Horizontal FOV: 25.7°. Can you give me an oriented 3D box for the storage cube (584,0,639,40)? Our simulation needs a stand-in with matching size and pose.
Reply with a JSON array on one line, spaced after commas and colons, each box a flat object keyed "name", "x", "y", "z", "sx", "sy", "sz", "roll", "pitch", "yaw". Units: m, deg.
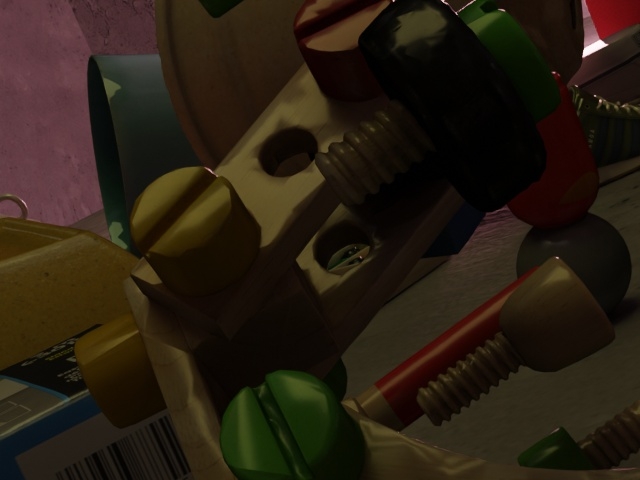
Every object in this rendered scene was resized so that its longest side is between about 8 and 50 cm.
[{"name": "storage cube", "x": 0.398, "y": -0.256, "z": 1.428, "sx": 0.183, "sy": 0.193, "sz": 0.215, "roll": -17, "pitch": 10, "yaw": 40}]

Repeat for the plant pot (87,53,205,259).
[{"name": "plant pot", "x": -0.166, "y": -0.112, "z": 1.850, "sx": 0.235, "sy": 0.293, "sz": 0.293, "roll": -9, "pitch": 4, "yaw": -15}]

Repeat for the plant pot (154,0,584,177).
[{"name": "plant pot", "x": 0.068, "y": -0.205, "z": 1.322, "sx": 0.305, "sy": 0.334, "sz": 0.334, "roll": -10, "pitch": 14, "yaw": 34}]

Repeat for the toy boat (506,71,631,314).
[{"name": "toy boat", "x": 0.255, "y": -0.051, "z": 0.782, "sx": 0.318, "sy": 0.148, "sz": 0.267, "roll": -14, "pitch": 16, "yaw": 16}]

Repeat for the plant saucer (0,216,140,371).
[{"name": "plant saucer", "x": -0.309, "y": 0.058, "z": 1.089, "sx": 0.332, "sy": 0.081, "sz": 0.333, "roll": -19, "pitch": 12, "yaw": -26}]

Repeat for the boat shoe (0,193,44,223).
[{"name": "boat shoe", "x": -0.346, "y": 0.024, "z": 1.390, "sx": 0.367, "sy": 0.156, "sz": 0.136, "roll": -11, "pitch": -12, "yaw": -45}]

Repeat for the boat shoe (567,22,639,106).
[{"name": "boat shoe", "x": 0.226, "y": -0.119, "z": 1.406, "sx": 0.267, "sy": 0.088, "sz": 0.096, "roll": -29, "pitch": 7, "yaw": 27}]

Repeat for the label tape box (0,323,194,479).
[{"name": "label tape box", "x": -0.207, "y": 0.147, "z": 0.857, "sx": 0.240, "sy": 0.106, "sz": 0.333, "roll": -26, "pitch": 9, "yaw": -22}]

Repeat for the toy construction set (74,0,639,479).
[{"name": "toy construction set", "x": -0.002, "y": 0.077, "z": 0.462, "sx": 0.237, "sy": 0.257, "sz": 0.309, "roll": -36, "pitch": -13, "yaw": 1}]

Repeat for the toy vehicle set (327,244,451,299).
[{"name": "toy vehicle set", "x": -0.031, "y": 0.062, "z": 1.149, "sx": 0.166, "sy": 0.035, "sz": 0.267, "roll": -16, "pitch": 11, "yaw": 45}]

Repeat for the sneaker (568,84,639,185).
[{"name": "sneaker", "x": 0.245, "y": -0.099, "z": 1.221, "sx": 0.192, "sy": 0.086, "sz": 0.064, "roll": -25, "pitch": 8, "yaw": -7}]
